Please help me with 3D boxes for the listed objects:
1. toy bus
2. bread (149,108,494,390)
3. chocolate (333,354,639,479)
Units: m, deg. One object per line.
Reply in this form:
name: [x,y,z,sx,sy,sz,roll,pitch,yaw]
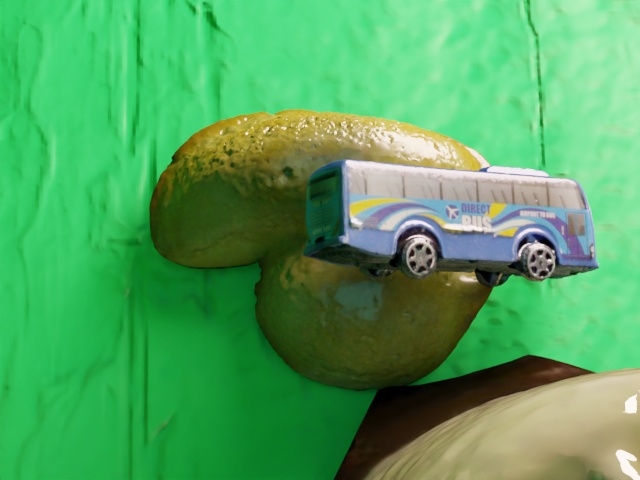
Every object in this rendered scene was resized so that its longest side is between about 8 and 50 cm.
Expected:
toy bus: [0.067,-0.008,0.938,0.153,0.051,0.061,3,82,-27]
bread: [0.000,0.000,0.979,0.187,0.065,0.149,7,81,1]
chocolate: [0.131,0.190,0.808,0.326,0.297,0.314,25,72,9]
